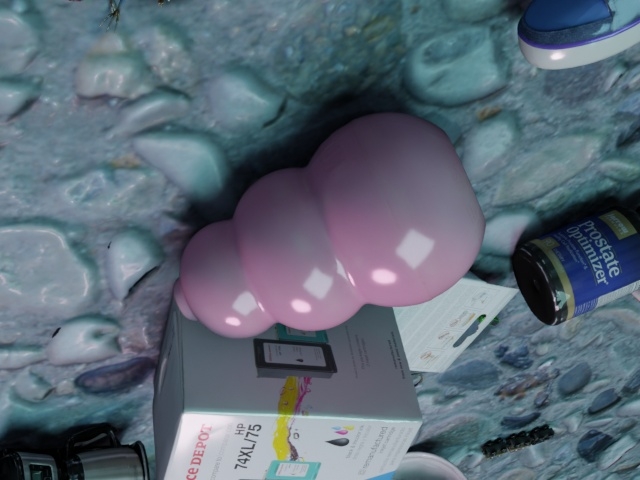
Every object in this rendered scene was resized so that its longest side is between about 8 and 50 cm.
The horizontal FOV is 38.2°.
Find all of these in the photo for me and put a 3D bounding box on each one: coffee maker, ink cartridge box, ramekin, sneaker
[{"bbox_3d":[-0.332,0.328,1.190,0.178,0.120,0.171,6,130,-35],"label":"coffee maker"},{"bbox_3d":[0.139,0.103,1.287,0.232,0.066,0.189,7,130,-47],"label":"ink cartridge box"},{"bbox_3d":[0.169,0.480,1.593,0.207,0.207,0.109,-23,149,-7],"label":"ramekin"},{"bbox_3d":[0.297,-0.331,0.861,0.323,0.130,0.236,-31,132,9],"label":"sneaker"},{"bbox_3d":[-0.053,0.190,1.103,0.270,0.197,0.198,5,132,-16],"label":"ink cartridge box"}]

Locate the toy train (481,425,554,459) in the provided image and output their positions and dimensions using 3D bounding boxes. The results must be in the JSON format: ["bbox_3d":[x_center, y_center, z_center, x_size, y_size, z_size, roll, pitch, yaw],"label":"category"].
[{"bbox_3d":[0.369,0.382,1.740,0.158,0.027,0.036,-10,148,-22],"label":"toy train"}]

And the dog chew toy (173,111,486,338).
[{"bbox_3d":[0.000,0.000,0.982,0.332,0.206,0.206,-23,141,6],"label":"dog chew toy"}]

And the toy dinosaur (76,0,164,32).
[{"bbox_3d":[-0.169,-0.217,0.777,0.082,0.047,0.090,10,94,-27],"label":"toy dinosaur"}]

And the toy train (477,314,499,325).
[{"bbox_3d":[0.234,0.111,1.366,0.083,0.023,0.017,17,123,-42],"label":"toy train"}]

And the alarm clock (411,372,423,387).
[{"bbox_3d":[0.064,0.221,1.352,0.192,0.064,0.129,-8,136,-21],"label":"alarm clock"}]

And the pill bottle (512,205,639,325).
[{"bbox_3d":[0.390,0.025,1.287,0.219,0.122,0.122,-22,141,-10],"label":"pill bottle"}]

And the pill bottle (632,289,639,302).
[{"bbox_3d":[0.568,0.079,1.453,0.121,0.121,0.221,-41,139,14],"label":"pill bottle"}]
